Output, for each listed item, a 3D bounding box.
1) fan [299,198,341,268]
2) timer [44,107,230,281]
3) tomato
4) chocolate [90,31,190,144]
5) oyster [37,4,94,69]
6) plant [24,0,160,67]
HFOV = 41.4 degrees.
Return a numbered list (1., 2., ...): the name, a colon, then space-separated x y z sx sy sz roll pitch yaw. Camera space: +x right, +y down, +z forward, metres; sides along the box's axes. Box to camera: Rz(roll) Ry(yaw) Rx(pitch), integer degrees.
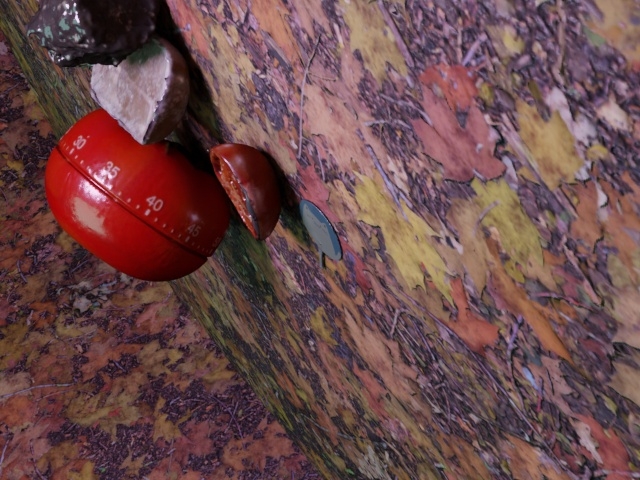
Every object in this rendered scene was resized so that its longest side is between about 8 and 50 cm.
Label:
1. fan: 0.000 0.000 1.396 0.113 0.005 0.175 48 159 27
2. timer: -0.368 -0.085 1.707 0.378 0.279 0.378 39 179 1
3. tomato: -0.113 -0.095 1.415 0.166 0.082 0.174 58 168 14
4. chocolate: -0.327 -0.306 1.561 0.303 0.100 0.185 41 120 41
5. oyster: -0.486 -0.435 1.763 0.351 0.158 0.162 30 148 34
6. plant: -0.393 -0.391 1.443 0.234 0.178 0.204 9 90 46
